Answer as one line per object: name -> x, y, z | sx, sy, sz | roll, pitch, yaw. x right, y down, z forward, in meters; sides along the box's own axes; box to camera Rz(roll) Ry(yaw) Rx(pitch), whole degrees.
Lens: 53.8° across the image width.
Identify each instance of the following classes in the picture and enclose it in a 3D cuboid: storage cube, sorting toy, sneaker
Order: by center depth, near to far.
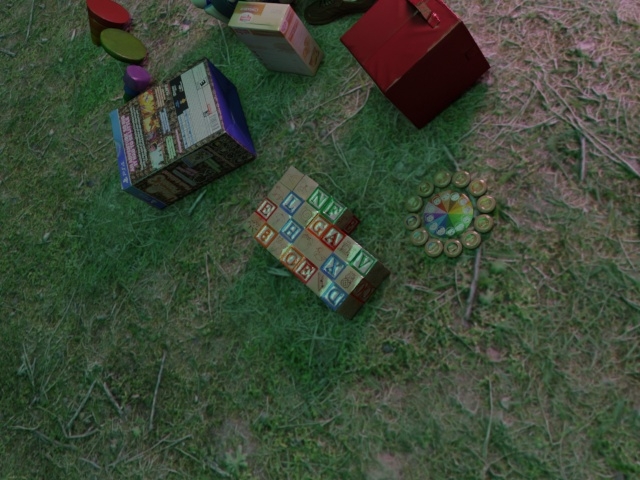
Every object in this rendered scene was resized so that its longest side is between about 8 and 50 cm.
storage cube -> 0.192, -0.375, 1.269 | 0.193, 0.215, 0.184 | -41, 61, 15
sneaker -> -0.211, -0.603, 1.475 | 0.236, 0.323, 0.130 | -16, 84, 12
sneaker -> 0.038, -0.567, 1.485 | 0.188, 0.071, 0.066 | -7, 69, 22
sorting toy -> -0.575, -0.519, 1.761 | 0.126, 0.127, 0.366 | -50, 57, 36

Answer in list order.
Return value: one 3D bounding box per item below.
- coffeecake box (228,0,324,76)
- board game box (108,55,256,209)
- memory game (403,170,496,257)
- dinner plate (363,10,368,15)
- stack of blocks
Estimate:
coffeecake box -> -0.099, -0.460, 1.445 | 0.142, 0.185, 0.068 | 16, 80, 29
board game box -> -0.333, -0.251, 1.508 | 0.290, 0.141, 0.232 | -25, 63, 16
memory game -> 0.250, -0.054, 1.238 | 0.186, 0.012, 0.186 | -9, 69, 23
dinner plate -> 0.147, -0.479, 1.434 | 0.141, 0.017, 0.141 | -8, 70, 23
stack of blocks -> 0.000, 0.000, 1.293 | 0.297, 0.087, 0.171 | 41, 92, 31
